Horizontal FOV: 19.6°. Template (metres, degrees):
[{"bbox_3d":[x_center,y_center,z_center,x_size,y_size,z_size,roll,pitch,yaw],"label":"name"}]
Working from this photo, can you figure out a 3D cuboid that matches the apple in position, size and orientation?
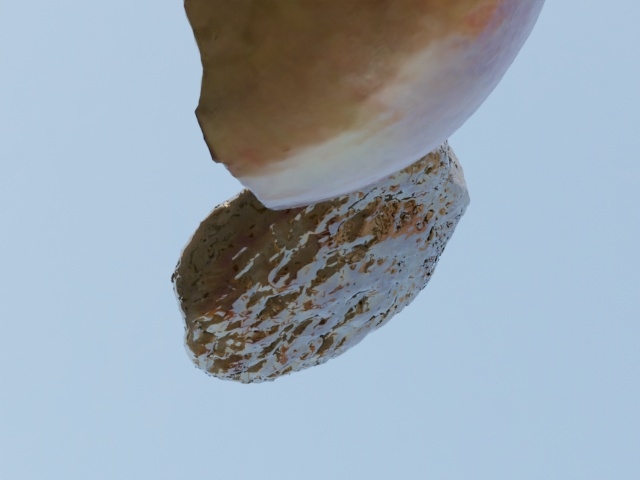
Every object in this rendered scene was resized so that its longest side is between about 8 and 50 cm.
[{"bbox_3d":[0.022,-0.172,0.813,0.163,0.251,0.293,-11,-73,15],"label":"apple"}]

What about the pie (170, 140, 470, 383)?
[{"bbox_3d":[0.000,0.000,1.038,0.079,0.193,0.163,53,-27,25],"label":"pie"}]
